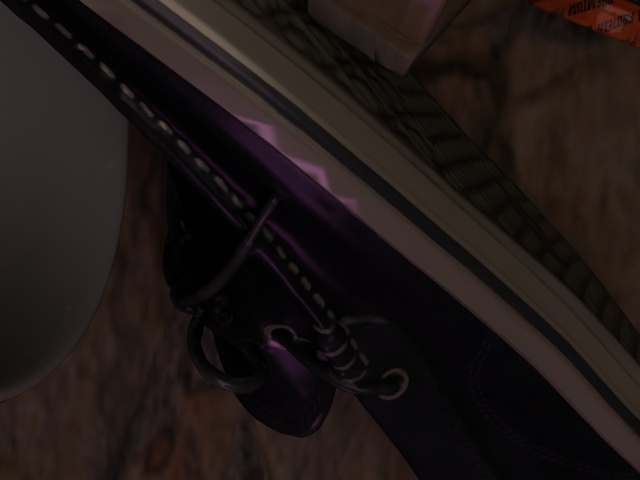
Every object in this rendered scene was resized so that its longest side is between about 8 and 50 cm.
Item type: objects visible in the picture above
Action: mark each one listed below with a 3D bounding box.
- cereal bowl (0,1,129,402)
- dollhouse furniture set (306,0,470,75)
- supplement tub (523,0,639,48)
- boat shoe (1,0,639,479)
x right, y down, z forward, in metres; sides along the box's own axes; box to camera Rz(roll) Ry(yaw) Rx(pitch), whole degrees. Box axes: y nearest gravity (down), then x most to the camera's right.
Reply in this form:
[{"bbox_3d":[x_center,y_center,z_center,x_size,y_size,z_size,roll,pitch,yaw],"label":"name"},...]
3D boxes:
[{"bbox_3d":[-0.207,-0.095,0.615,0.141,0.339,0.339,-10,110,18],"label":"cereal bowl"},{"bbox_3d":[-0.006,-0.269,0.600,0.303,0.286,0.198,35,138,5],"label":"dollhouse furniture set"},{"bbox_3d":[0.163,-0.189,0.756,0.117,0.117,0.190,19,103,-16],"label":"supplement tub"},{"bbox_3d":[0.000,0.000,0.711,0.156,0.187,0.500,-37,130,12],"label":"boat shoe"}]
